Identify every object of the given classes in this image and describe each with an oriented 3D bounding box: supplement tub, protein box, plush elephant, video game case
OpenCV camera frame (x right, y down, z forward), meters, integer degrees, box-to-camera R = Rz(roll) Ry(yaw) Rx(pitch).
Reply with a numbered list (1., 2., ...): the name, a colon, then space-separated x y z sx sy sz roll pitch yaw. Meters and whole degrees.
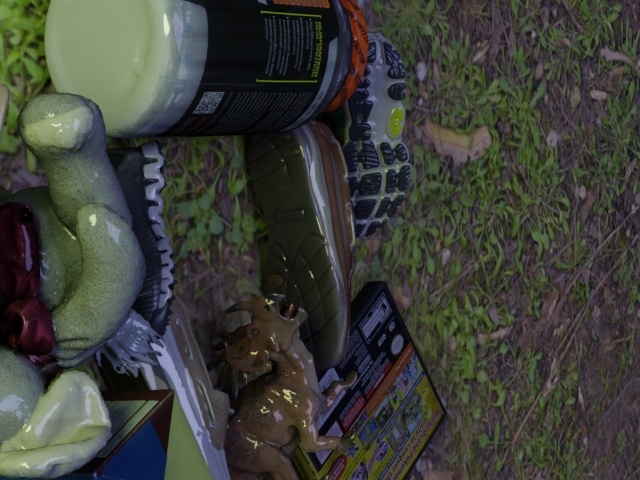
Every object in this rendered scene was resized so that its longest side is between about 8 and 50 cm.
1. supplement tub: -0.112 -0.217 1.385 0.338 0.207 0.207 -7 94 -50
2. protein box: -0.219 0.265 1.236 0.136 0.201 0.199 -46 123 -49
3. plush elephant: -0.286 0.073 1.117 0.255 0.272 0.330 -59 134 -39
4. video game case: 0.058 0.235 1.709 0.275 0.035 0.248 -50 125 -39

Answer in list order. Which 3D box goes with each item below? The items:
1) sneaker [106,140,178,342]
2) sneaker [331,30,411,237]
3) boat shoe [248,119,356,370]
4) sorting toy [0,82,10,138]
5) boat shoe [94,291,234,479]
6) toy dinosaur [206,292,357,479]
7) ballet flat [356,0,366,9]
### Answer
1. sneaker: -0.212 0.000 1.331 0.106 0.078 0.234 1 64 -19
2. sneaker: 0.060 -0.138 1.664 0.107 0.110 0.275 1 107 -15
3. boat shoe: 0.000 0.000 1.583 0.116 0.123 0.324 -16 103 -52
4. sorting toy: -0.357 -0.041 0.997 0.038 0.193 0.208 103 -4 -77
5. boat shoe: -0.147 0.198 1.404 0.103 0.113 0.302 -34 114 -39
6. toy dinosaur: -0.072 0.209 1.485 0.200 0.127 0.295 27 91 -15
7. ballet flat: 0.003 -0.479 1.611 0.139 0.139 0.400 -20 109 -48
